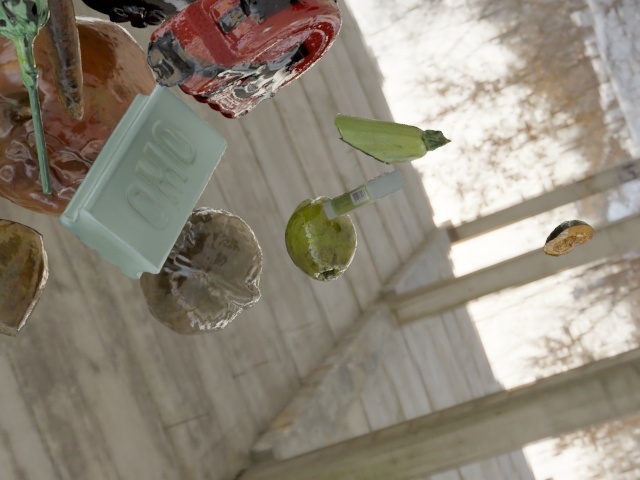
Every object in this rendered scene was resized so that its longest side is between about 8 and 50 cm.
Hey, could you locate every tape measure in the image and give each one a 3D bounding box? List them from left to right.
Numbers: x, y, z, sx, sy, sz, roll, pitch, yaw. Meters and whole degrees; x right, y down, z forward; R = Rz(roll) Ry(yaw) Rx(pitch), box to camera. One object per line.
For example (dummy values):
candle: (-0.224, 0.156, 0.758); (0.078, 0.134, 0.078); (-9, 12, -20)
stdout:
tape measure: (-0.093, -0.283, 1.466); (0.114, 0.260, 0.253); (57, -173, 9)

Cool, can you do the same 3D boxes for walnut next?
walnut: (-0.222, 0.057, 1.941); (0.248, 0.248, 0.248); (55, -158, -36)

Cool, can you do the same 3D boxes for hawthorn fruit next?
hawthorn fruit: (-0.551, -0.253, 2.186); (0.472, 0.471, 0.472); (55, -158, -36)

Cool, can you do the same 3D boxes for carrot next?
carrot: (-0.442, -0.350, 1.760); (0.066, 0.066, 0.314); (-67, -27, -65)

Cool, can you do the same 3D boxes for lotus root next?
lotus root: (-0.545, 0.046, 1.702); (0.199, 0.188, 0.180); (27, -106, -20)

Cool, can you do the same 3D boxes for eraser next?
eraser: (0.036, -0.038, 0.885); (0.019, 0.038, 0.083); (63, 153, -1)

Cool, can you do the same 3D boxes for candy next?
candy: (-0.388, -0.211, 1.369); (0.091, 0.083, 0.305); (-8, -90, -54)

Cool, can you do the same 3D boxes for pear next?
pear: (0.000, 0.000, 1.490); (0.107, 0.107, 0.131); (45, -145, -52)

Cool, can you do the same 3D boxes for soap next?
soap: (-0.271, -0.093, 1.630); (0.160, 0.087, 0.265); (43, -125, -28)

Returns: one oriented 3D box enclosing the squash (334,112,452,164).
squash: (0.121, -0.163, 1.759); (0.090, 0.200, 0.075); (54, -134, -74)

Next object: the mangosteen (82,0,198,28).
mangosteen: (-0.336, -0.639, 2.050); (0.382, 0.382, 0.435); (16, -101, -68)

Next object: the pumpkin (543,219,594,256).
pumpkin: (0.353, -0.009, 1.497); (0.050, 0.083, 0.028); (22, -137, -33)

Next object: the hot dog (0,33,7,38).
hot dog: (-0.489, -0.408, 1.604); (0.053, 0.099, 0.192); (-106, 24, -65)
